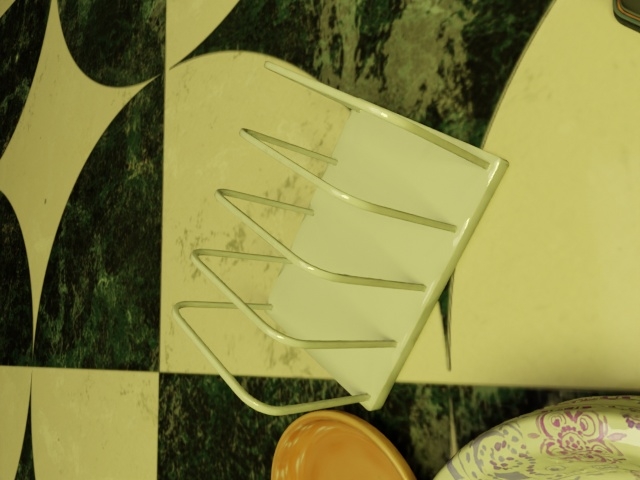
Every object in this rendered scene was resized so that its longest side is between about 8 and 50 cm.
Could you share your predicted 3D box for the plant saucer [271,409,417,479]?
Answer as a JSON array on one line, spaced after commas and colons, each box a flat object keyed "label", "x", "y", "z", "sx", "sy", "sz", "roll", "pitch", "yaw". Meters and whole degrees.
[{"label": "plant saucer", "x": 0.030, "y": 0.265, "z": 0.534, "sx": 0.200, "sy": 0.037, "sz": 0.199, "roll": 1, "pitch": 92, "yaw": 43}]

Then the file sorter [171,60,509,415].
[{"label": "file sorter", "x": 0.000, "y": 0.000, "z": 0.522, "sx": 0.193, "sy": 0.173, "sz": 0.277, "roll": 36, "pitch": 108, "yaw": 40}]

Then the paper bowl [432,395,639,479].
[{"label": "paper bowl", "x": 0.201, "y": 0.238, "z": 0.320, "sx": 0.284, "sy": 0.148, "sz": 0.284, "roll": -8, "pitch": 78, "yaw": 41}]

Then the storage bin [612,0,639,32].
[{"label": "storage bin", "x": 0.259, "y": -0.222, "z": 0.373, "sx": 0.135, "sy": 0.091, "sz": 0.098, "roll": -55, "pitch": 52, "yaw": 21}]
